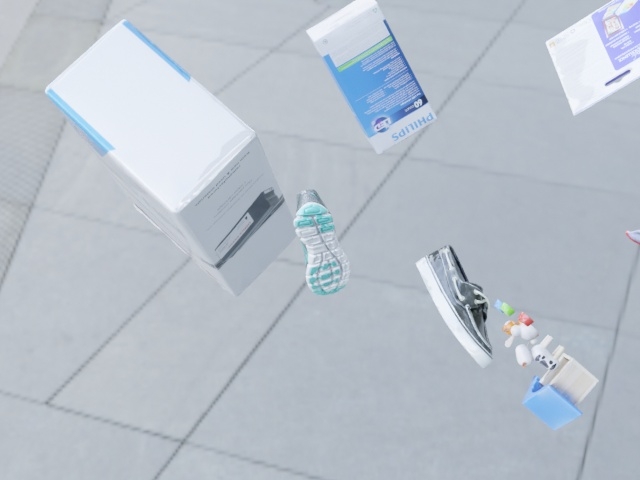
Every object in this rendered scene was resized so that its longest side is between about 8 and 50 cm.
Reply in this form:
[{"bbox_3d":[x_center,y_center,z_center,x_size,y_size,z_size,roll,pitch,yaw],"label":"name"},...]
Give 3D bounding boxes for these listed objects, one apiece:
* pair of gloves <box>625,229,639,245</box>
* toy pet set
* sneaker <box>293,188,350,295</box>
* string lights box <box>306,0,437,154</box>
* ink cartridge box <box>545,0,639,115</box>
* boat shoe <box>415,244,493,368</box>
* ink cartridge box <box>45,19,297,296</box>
[{"bbox_3d":[0.443,0.014,1.253,0.198,0.023,0.159,30,-14,-3],"label":"pair of gloves"},{"bbox_3d":[0.204,0.123,1.092,0.114,0.065,0.122,41,1,-3],"label":"toy pet set"},{"bbox_3d":[0.000,0.000,1.515,0.065,0.166,0.076,-11,39,-2],"label":"sneaker"},{"bbox_3d":[0.096,-0.301,2.055,0.133,0.260,0.077,-31,29,2],"label":"string lights box"},{"bbox_3d":[0.545,-0.350,2.115,0.206,0.045,0.208,-30,47,25],"label":"ink cartridge box"},{"bbox_3d":[0.214,0.093,1.683,0.070,0.078,0.219,-34,50,10],"label":"boat shoe"},{"bbox_3d":[-0.209,-0.110,1.711,0.285,0.395,0.166,42,80,19],"label":"ink cartridge box"}]
